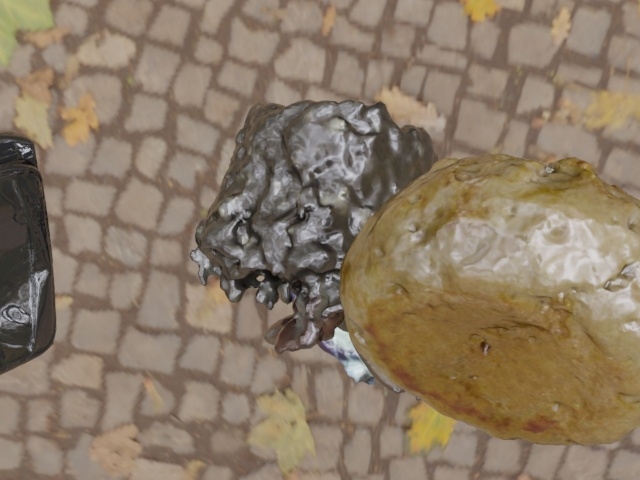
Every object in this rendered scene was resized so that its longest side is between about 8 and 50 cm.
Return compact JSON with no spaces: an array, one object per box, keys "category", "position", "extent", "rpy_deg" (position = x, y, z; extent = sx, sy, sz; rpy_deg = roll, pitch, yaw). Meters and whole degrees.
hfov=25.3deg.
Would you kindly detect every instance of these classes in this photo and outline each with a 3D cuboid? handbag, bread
[{"category":"handbag","position":[-0.386,0.037,1.495],"extent":[0.088,0.275,0.244],"rpy_deg":[26,35,36]},{"category":"bread","position":[0.130,0.034,0.907],"extent":[0.230,0.230,0.123],"rpy_deg":[19,55,6]}]

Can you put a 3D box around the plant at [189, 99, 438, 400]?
[{"category":"plant","position":[0.000,0.000,1.209],"extent":[0.178,0.204,0.234],"rpy_deg":[7,84,47]}]

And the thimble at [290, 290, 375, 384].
[{"category":"thimble","position":[0.080,0.059,1.765],"extent":[0.237,0.150,0.237],"rpy_deg":[-1,85,19]}]
